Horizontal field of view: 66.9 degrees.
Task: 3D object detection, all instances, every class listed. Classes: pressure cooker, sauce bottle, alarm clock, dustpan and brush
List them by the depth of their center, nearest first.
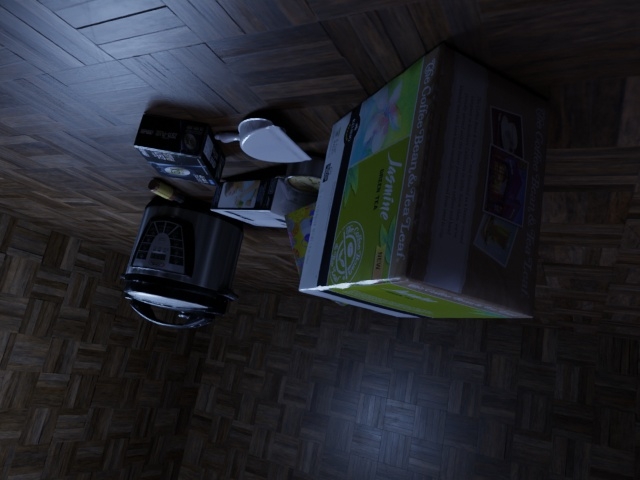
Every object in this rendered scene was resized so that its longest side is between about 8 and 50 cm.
[{"bbox_3d":[-0.138,-0.207,0.996,0.211,0.060,0.147,-4,160,27],"label":"dustpan and brush"},{"bbox_3d":[-0.001,-0.147,1.088,0.129,0.064,0.192,22,166,-39],"label":"alarm clock"},{"bbox_3d":[-0.475,-0.149,1.502,0.042,0.042,0.128,4,164,27],"label":"sauce bottle"},{"bbox_3d":[-0.477,0.096,1.704,0.375,0.420,0.370,19,165,-30],"label":"pressure cooker"}]

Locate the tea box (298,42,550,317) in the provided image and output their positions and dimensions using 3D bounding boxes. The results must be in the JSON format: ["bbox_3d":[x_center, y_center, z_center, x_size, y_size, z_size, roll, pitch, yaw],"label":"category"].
[{"bbox_3d":[0.152,-0.058,0.770,0.220,0.329,0.323,17,164,-24],"label":"tea box"}]

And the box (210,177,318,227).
[{"bbox_3d":[-0.144,-0.096,1.288,0.169,0.087,0.290,19,171,-41],"label":"box"}]

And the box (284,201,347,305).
[{"bbox_3d":[0.115,0.007,1.153,0.290,0.177,0.279,-22,156,14],"label":"box"}]

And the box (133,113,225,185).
[{"bbox_3d":[-0.310,-0.198,1.093,0.147,0.077,0.180,11,167,3],"label":"box"}]
